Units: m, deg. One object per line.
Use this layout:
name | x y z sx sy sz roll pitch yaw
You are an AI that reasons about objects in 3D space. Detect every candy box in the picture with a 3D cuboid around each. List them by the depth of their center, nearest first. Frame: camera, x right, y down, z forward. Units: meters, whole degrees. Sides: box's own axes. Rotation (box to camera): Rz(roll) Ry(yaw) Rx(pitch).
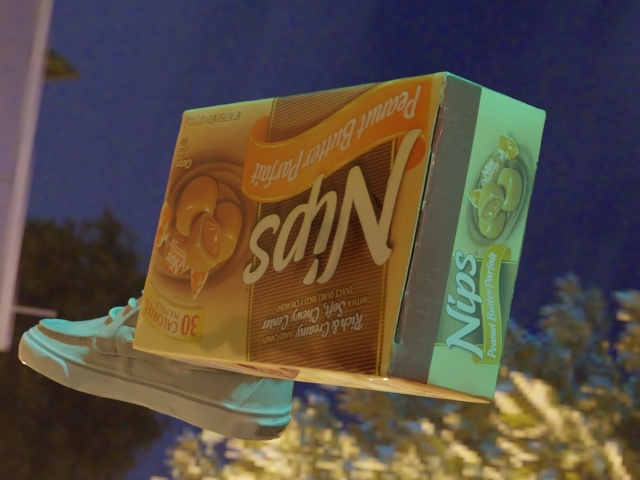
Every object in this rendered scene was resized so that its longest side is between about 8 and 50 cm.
candy box | 0.000 0.000 1.072 0.316 0.087 0.183 0 -103 56

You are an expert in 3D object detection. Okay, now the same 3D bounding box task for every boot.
boot | -0.127 0.068 1.303 0.258 0.095 0.123 13 -82 28
